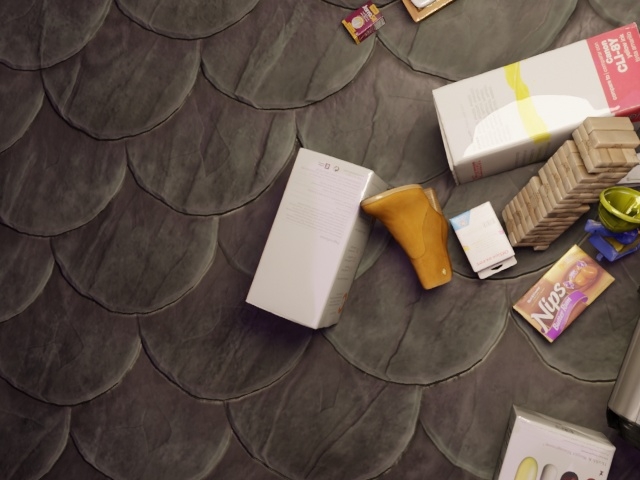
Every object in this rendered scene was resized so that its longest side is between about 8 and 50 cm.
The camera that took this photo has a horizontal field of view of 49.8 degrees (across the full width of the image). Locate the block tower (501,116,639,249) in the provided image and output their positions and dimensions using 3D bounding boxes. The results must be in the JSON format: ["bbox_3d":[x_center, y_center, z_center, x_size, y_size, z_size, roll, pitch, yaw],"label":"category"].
[{"bbox_3d":[0.470,-0.098,1.334,0.097,0.335,0.091,-1,60,-16],"label":"block tower"}]

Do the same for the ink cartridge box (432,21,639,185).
[{"bbox_3d":[0.432,-0.254,1.380,0.385,0.279,0.160,-17,82,12],"label":"ink cartridge box"}]

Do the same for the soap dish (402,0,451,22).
[{"bbox_3d":[0.284,-0.644,1.522,0.291,0.118,0.229,-30,80,11],"label":"soap dish"}]

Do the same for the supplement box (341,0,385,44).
[{"bbox_3d":[0.101,-0.505,1.597,0.083,0.043,0.055,-36,78,9],"label":"supplement box"}]

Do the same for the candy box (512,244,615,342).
[{"bbox_3d":[0.510,0.111,1.459,0.109,0.053,0.186,45,96,12],"label":"candy box"}]

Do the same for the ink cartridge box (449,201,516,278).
[{"bbox_3d":[0.351,0.002,1.484,0.092,0.090,0.143,-25,83,11],"label":"ink cartridge box"}]

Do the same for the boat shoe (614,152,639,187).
[{"bbox_3d":[0.581,-0.123,1.438,0.226,0.083,0.076,-14,83,12],"label":"boat shoe"}]

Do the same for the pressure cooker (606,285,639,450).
[{"bbox_3d":[0.753,0.213,1.229,0.370,0.375,0.420,19,92,17],"label":"pressure cooker"}]

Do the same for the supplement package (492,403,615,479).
[{"bbox_3d":[0.462,0.470,1.400,0.194,0.149,0.203,16,90,14],"label":"supplement package"}]

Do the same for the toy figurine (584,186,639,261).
[{"bbox_3d":[0.605,-0.001,1.316,0.191,0.362,0.217,56,139,19],"label":"toy figurine"}]

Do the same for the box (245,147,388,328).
[{"bbox_3d":[0.000,0.000,1.507,0.168,0.215,0.345,20,91,14],"label":"box"}]

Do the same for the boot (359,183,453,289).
[{"bbox_3d":[0.196,-0.002,1.422,0.104,0.295,0.211,-16,84,33],"label":"boot"}]
